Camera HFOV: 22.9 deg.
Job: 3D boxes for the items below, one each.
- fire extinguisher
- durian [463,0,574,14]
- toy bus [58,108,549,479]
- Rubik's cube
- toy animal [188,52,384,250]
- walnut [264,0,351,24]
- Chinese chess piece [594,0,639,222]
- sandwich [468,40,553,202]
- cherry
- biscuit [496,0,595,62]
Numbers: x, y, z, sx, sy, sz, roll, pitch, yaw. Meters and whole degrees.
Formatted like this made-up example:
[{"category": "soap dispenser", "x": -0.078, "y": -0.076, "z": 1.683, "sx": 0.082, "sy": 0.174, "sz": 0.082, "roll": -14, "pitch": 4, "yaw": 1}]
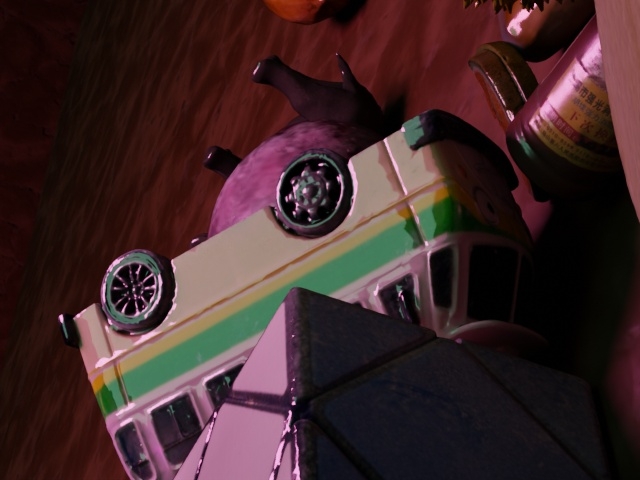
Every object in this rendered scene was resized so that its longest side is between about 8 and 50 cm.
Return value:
[{"category": "fire extinguisher", "x": 0.200, "y": -0.141, "z": 0.940, "sx": 0.252, "sy": 0.075, "sz": 0.106, "roll": -56, "pitch": 34, "yaw": 40}, {"category": "durian", "x": 0.129, "y": -0.271, "z": 0.899, "sx": 0.291, "sy": 0.224, "sz": 0.291, "roll": -2, "pitch": -90, "yaw": -72}, {"category": "toy bus", "x": 0.000, "y": 0.060, "z": 1.042, "sx": 0.305, "sy": 0.143, "sz": 0.179, "roll": -29, "pitch": 64, "yaw": 19}, {"category": "Rubik's cube", "x": 0.035, "y": 0.185, "z": 0.893, "sx": 0.207, "sy": 0.205, "sz": 0.205, "roll": -57, "pitch": 22, "yaw": 33}, {"category": "toy animal", "x": -0.035, "y": -0.055, "z": 1.447, "sx": 0.245, "sy": 0.146, "sz": 0.114, "roll": -56, "pitch": 4, "yaw": 30}, {"category": "walnut", "x": -0.016, "y": -0.292, "z": 1.700, "sx": 0.116, "sy": 0.115, "sz": 0.207, "roll": -64, "pitch": 19, "yaw": 20}, {"category": "Chinese chess piece", "x": 0.191, "y": -0.098, "z": 0.717, "sx": 0.250, "sy": 0.101, "sz": 0.250, "roll": -11, "pitch": -90, "yaw": -88}, {"category": "sandwich", "x": 0.134, "y": -0.093, "z": 1.097, "sx": 0.067, "sy": 0.029, "sz": 0.135, "roll": 78, "pitch": 170, "yaw": -53}, {"category": "cherry", "x": -0.002, "y": 0.005, "z": 1.237, "sx": 0.195, "sy": 0.195, "sz": 0.195, "roll": -56, "pitch": 23, "yaw": 38}, {"category": "biscuit", "x": 0.205, "y": -0.288, "z": 1.112, "sx": 0.237, "sy": 0.062, "sz": 0.291, "roll": -92, "pitch": 26, "yaw": -47}]
